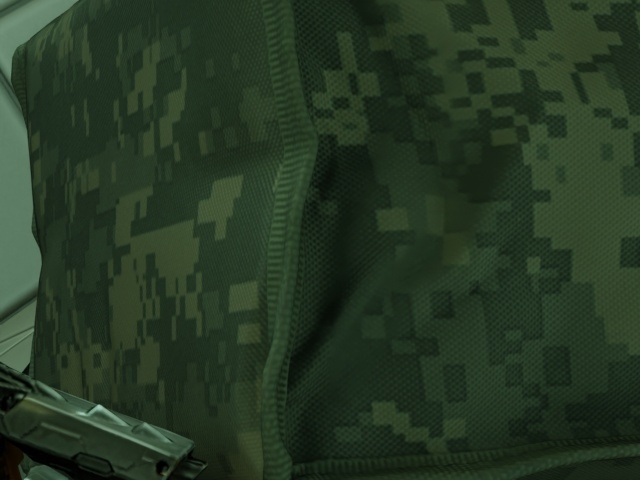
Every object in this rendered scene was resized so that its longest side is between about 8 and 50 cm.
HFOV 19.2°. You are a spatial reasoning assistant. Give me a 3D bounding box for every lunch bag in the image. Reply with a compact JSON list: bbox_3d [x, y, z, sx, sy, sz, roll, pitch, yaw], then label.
[{"bbox_3d":[0.080,-0.008,0.524,0.287,0.169,0.235,1,-6,-21],"label":"lunch bag"}]

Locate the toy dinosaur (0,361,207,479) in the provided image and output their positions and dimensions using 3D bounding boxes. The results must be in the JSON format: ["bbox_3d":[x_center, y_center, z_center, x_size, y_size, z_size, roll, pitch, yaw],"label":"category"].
[{"bbox_3d":[-0.114,0.110,0.429,0.322,0.218,0.164,26,27,32],"label":"toy dinosaur"}]

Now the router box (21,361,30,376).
[{"bbox_3d":[-0.047,0.038,0.933,0.243,0.081,0.309,-22,29,56],"label":"router box"}]

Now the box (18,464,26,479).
[{"bbox_3d":[-0.165,0.141,0.638,0.119,0.181,0.182,-37,8,-40],"label":"box"}]
